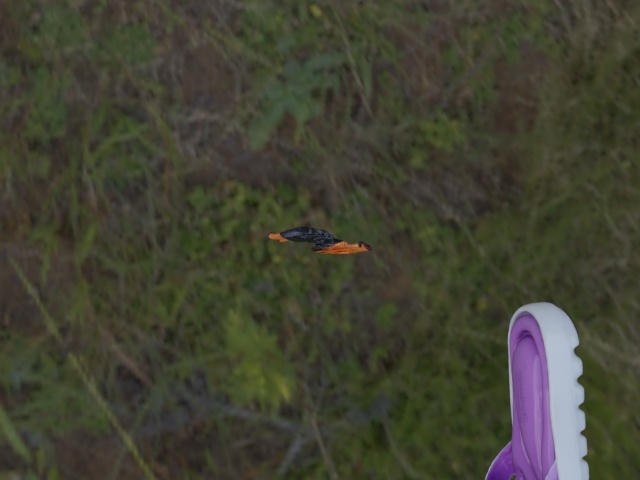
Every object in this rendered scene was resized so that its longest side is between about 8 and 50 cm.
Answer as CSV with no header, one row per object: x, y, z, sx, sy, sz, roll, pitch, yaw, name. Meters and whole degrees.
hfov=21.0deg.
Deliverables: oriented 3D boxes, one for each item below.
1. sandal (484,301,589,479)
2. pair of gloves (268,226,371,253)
0.210,0.273,1.791,0.102,0.169,0.416,-1,80,-14,sandal
0.000,0.000,1.689,0.083,0.010,0.074,19,163,-41,pair of gloves
